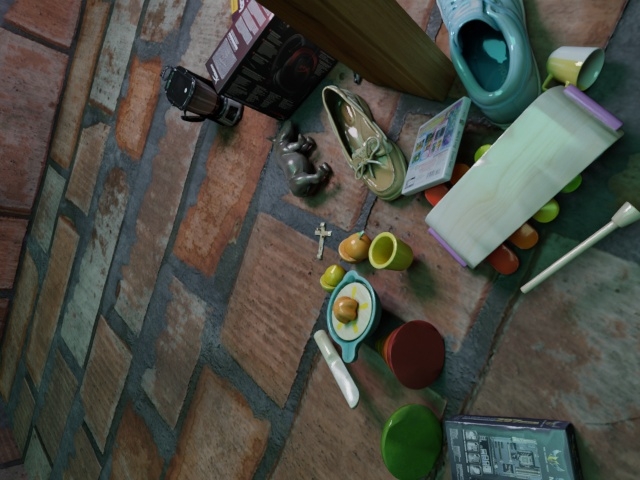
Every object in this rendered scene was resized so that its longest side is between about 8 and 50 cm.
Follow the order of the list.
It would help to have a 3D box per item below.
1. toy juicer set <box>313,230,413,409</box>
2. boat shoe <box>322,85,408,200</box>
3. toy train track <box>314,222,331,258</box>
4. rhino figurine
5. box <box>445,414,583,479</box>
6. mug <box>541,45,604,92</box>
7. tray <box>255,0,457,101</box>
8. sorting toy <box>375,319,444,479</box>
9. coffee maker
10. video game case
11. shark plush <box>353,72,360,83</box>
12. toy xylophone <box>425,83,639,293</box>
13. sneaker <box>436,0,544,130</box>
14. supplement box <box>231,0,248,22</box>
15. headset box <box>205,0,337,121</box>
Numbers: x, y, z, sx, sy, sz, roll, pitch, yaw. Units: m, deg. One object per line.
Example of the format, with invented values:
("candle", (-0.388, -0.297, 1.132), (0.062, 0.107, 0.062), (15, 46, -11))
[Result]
("toy juicer set", (0.043, 0.129, 0.836), (0.209, 0.089, 0.329), (22, 92, 55))
("boat shoe", (0.083, -0.204, 0.875), (0.104, 0.089, 0.285), (-42, 61, 27))
("toy train track", (0.000, 0.000, 0.967), (0.048, 0.014, 0.084), (4, 88, 40))
("rhino figurine", (-0.064, -0.206, 1.009), (0.106, 0.073, 0.243), (-42, 59, 24))
("box", (0.300, 0.397, 0.641), (0.183, 0.059, 0.233), (-14, 75, 38))
("mug", (0.384, -0.269, 0.651), (0.078, 0.062, 0.064), (-30, 45, -17))
("tray", (0.055, -0.357, 0.709), (0.202, 0.410, 0.076), (33, 104, 37))
("sorting toy", (0.136, 0.327, 0.774), (0.126, 0.126, 0.366), (-8, 76, 62))
("coffee maker", (-0.329, -0.412, 1.182), (0.120, 0.178, 0.171), (-37, 65, 27))
("video game case", (0.201, -0.160, 0.746), (0.157, 0.019, 0.143), (165, 123, -76))
("shark plush", (0.098, -0.432, 0.918), (0.067, 0.073, 0.162), (16, 90, 9))
("toy xylophone", (0.313, -0.063, 0.651), (0.322, 0.081, 0.236), (-42, 74, 32))
("sneaker", (0.271, -0.369, 0.701), (0.135, 0.150, 0.366), (-27, 69, 32))
("supplement box", (-0.152, -0.659, 1.131), (0.188, 0.080, 0.104), (-15, 76, 38))
("headset box", (-0.086, -0.439, 0.960), (0.293, 0.218, 0.110), (-42, 61, 29))
